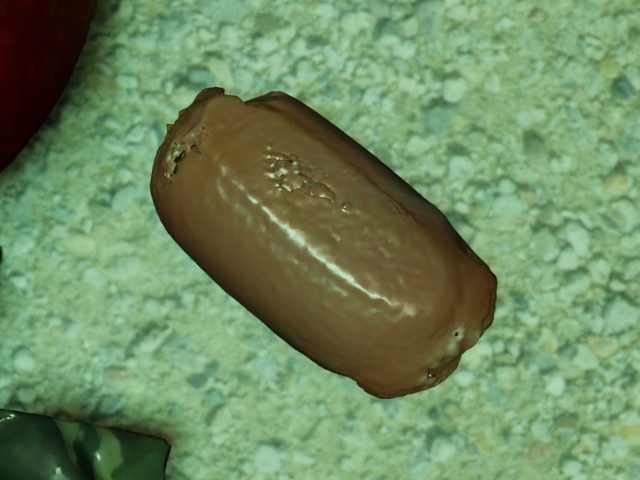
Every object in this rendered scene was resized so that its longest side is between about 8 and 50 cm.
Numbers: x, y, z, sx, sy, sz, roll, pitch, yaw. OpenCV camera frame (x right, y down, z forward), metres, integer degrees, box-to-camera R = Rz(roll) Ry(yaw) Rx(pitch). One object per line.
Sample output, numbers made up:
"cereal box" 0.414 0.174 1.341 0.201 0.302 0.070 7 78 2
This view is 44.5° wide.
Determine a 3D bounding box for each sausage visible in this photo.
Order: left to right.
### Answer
"sausage" 0.000 0.000 0.569 0.280 0.152 0.152 39 88 2

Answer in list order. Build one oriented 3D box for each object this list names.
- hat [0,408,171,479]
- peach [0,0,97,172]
"hat" -0.211 0.320 0.480 0.366 0.257 0.381 -46 53 9
"peach" -0.313 -0.176 0.485 0.335 0.310 0.405 18 82 -6
